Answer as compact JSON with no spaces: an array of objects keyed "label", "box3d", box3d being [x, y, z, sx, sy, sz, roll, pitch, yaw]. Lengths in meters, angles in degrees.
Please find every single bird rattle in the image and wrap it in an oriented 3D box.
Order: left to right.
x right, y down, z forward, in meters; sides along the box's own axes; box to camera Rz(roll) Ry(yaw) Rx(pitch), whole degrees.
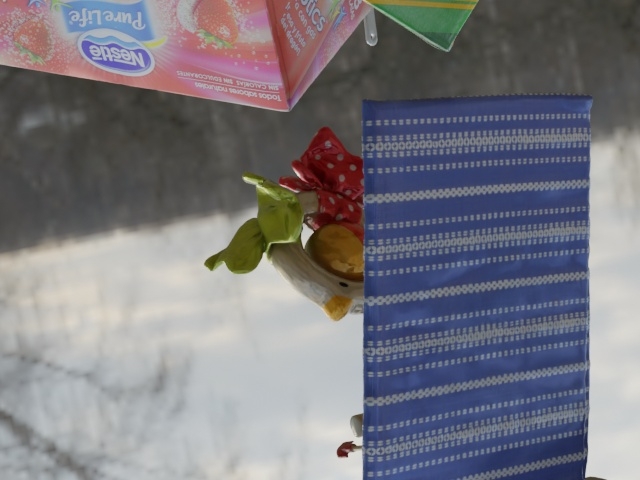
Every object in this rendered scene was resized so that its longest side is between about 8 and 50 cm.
[{"label":"bird rattle","box3d":[0.000,0.000,2.124,0.143,0.207,0.253,-50,164,28]}]

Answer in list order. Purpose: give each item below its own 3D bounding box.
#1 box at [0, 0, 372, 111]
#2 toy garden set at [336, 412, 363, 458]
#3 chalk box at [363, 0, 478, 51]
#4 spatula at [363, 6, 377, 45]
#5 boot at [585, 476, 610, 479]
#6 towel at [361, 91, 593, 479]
[{"label":"box","box3d":[-0.129,-0.220,1.538,0.300,0.142,0.154,11,-137,26]},{"label":"toy garden set","box3d":[0.101,0.262,2.201,0.049,0.204,0.244,-11,165,-32]},{"label":"chalk box","box3d":[0.008,-0.224,1.115,0.213,0.132,0.132,30,-171,-15]},{"label":"spatula","box3d":[0.013,-0.350,2.280,0.019,0.242,0.168,-12,173,43]},{"label":"boot","box3d":[0.289,0.299,1.794,0.178,0.085,0.236,0,-155,33]},{"label":"towel","box3d":[0.115,0.057,1.446,0.243,0.336,0.040,-7,-170,-42]}]
